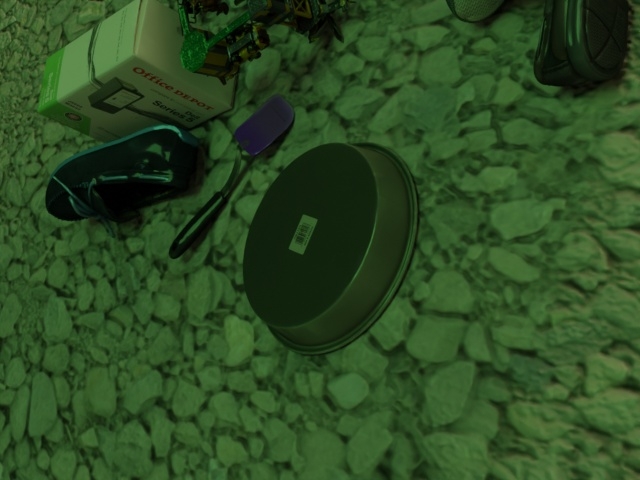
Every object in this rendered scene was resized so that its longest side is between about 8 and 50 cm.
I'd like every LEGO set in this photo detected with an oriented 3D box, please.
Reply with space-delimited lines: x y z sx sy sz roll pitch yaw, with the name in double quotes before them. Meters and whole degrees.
"LEGO set" -0.094 -0.394 1.676 0.255 0.192 0.331 -36 64 36

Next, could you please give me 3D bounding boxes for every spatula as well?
"spatula" -0.139 -0.089 1.672 0.296 0.030 0.084 -55 42 13

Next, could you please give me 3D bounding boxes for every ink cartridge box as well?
"ink cartridge box" -0.294 -0.257 1.804 0.273 0.198 0.114 -19 57 43

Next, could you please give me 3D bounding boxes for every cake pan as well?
"cake pan" 0.000 0.000 1.446 0.293 0.054 0.293 -26 53 39

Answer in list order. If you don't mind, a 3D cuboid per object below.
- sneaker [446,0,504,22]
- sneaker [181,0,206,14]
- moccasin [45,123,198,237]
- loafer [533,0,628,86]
"sneaker" 0.197 -0.343 1.272 0.283 0.110 0.122 107 172 -53
"sneaker" -0.184 -0.440 1.885 0.152 0.058 0.084 -35 42 39
"moccasin" -0.341 -0.086 1.821 0.342 0.138 0.116 -23 59 42
"loafer" 0.287 -0.314 1.245 0.095 0.109 0.302 -11 65 52
